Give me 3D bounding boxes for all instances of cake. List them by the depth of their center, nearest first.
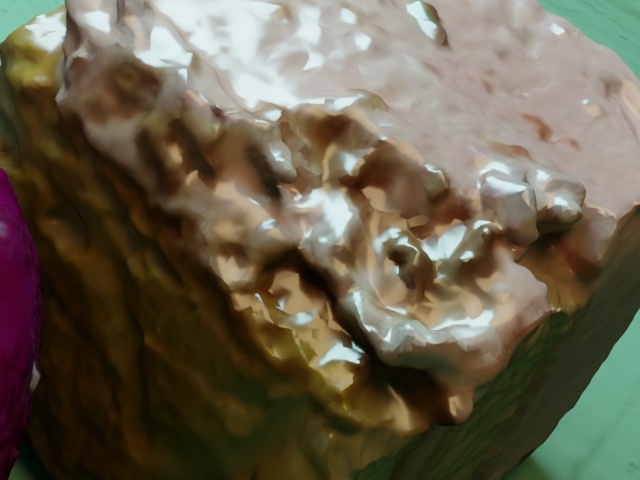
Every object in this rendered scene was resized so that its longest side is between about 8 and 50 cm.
[{"bbox_3d":[0.000,0.000,1.038,0.307,0.293,0.314,-23,64,-40],"label":"cake"}]

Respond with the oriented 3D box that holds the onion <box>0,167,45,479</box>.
[{"bbox_3d":[-0.292,-0.017,0.806,0.398,0.420,0.398,15,48,-18],"label":"onion"}]
